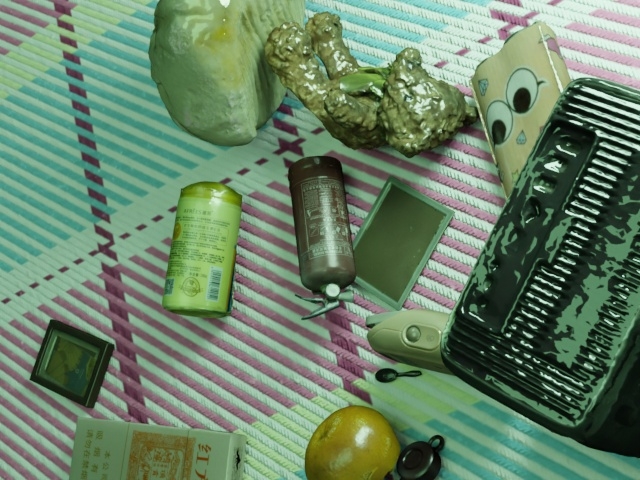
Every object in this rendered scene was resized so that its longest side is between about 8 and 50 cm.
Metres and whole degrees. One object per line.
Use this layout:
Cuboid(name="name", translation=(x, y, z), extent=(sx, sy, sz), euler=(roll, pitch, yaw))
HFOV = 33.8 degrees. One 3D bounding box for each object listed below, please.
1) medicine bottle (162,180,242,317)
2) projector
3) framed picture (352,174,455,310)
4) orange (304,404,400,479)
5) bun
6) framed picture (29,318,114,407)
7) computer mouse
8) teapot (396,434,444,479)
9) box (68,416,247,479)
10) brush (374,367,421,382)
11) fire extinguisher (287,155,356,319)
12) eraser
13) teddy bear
Cuboid(name="medicine bottle", translation=(-0.205, 0.014, 1.855), extent=(0.124, 0.124, 0.239), euler=(1, 77, 32))
Cuboid(name="projector", translation=(0.382, 0.050, 1.297), extent=(0.242, 0.405, 0.395), euler=(29, 94, 34))
Cuboid(name="framed picture", translation=(0.122, 0.003, 1.713), extent=(0.142, 0.011, 0.183), euler=(32, 97, 34))
Cuboid(name="orange", translation=(0.051, 0.329, 1.599), extent=(0.154, 0.134, 0.155), euler=(-41, 23, 21))
Cuboid(name="bun", translation=(-0.168, -0.351, 1.777), extent=(0.219, 0.365, 0.365), euler=(14, 85, 16))
Cuboid(name="framed picture", translation=(-0.479, 0.235, 2.028), extent=(0.168, 0.023, 0.128), euler=(17, 87, 34))
Cuboid(name="computer mouse", translation=(0.182, 0.152, 1.556), extent=(0.236, 0.145, 0.082), euler=(10, 78, 36))
Cuboid(name="teapot", translation=(0.154, 0.337, 1.589), extent=(0.100, 0.045, 0.068), euler=(-49, 34, -7))
Cuboid(name="box", translation=(-0.296, 0.425, 1.846), extent=(0.365, 0.051, 0.205), euler=(-1, 77, 32))
Cuboid(name="brush", translation=(0.122, 0.212, 1.661), extent=(0.083, 0.008, 0.024), euler=(-7, 71, 31))
Cuboid(name="fire extinguisher", translation=(0.000, 0.000, 1.726), extent=(0.104, 0.104, 0.269), euler=(-19, 65, 27))
Cuboid(name="eraser", translation=(0.326, -0.158, 1.561), extent=(0.171, 0.087, 0.291), euler=(-42, 55, 50))
Cuboid(name="teddy bear", translation=(0.078, -0.257, 1.680), extent=(0.222, 0.246, 0.296), euler=(-28, 93, 44))
